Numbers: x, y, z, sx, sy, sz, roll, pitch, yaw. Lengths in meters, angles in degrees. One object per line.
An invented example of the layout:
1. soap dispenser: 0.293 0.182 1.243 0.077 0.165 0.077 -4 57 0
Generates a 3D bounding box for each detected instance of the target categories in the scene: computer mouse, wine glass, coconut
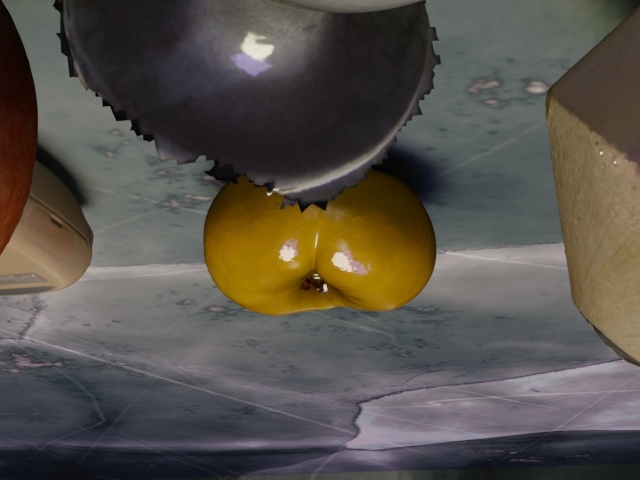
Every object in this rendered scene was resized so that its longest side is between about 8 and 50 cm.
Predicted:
1. computer mouse: -0.261 -0.022 0.945 0.145 0.082 0.236 -6 162 15
2. wine glass: 0.006 -0.145 0.423 0.190 0.190 0.357 5 160 -11
3. coconut: 0.232 -0.031 0.643 0.244 0.239 0.239 -43 145 14

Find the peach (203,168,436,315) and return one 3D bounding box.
1. peach: 0.000 0.000 0.969 0.179 0.103 0.179 1 158 0

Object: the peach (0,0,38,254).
1. peach: -0.260 -0.058 0.624 0.252 0.252 0.252 1 161 0
